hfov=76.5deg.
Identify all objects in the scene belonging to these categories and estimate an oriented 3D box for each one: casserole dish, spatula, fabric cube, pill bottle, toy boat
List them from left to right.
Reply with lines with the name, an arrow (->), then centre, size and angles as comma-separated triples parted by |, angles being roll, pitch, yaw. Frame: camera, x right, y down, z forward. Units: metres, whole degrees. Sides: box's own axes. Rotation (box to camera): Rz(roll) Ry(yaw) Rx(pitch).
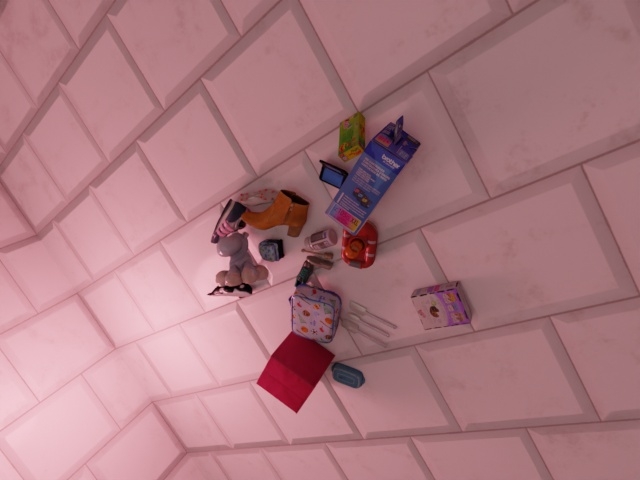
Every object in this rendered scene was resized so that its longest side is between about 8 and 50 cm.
fabric cube -> -0.125, 0.656, 2.068 | 0.258, 0.254, 0.259 | 33, 124, 9
pill bottle -> 0.000, 0.000, 1.794 | 0.137, 0.078, 0.078 | -17, 104, 33
casserole dish -> 0.135, 0.697, 2.079 | 0.188, 0.037, 0.114 | 15, 118, 23
toy boat -> 0.148, 0.024, 1.680 | 0.151, 0.151, 0.231 | 14, 119, 21
spatula -> 0.224, 0.400, 1.904 | 0.242, 0.019, 0.168 | 26, 117, 15

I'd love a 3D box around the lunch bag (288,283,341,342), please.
lunch bag -> -0.031, 0.341, 1.923 | 0.243, 0.115, 0.303 | 15, 128, 14

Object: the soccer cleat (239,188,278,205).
soccer cleat -> -0.278, -0.194, 1.867 | 0.196, 0.076, 0.068 | -3, 71, 14

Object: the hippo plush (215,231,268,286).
hippo plush -> -0.367, 0.077, 1.937 | 0.234, 0.294, 0.236 | -7, 94, 28

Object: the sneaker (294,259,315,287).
sneaker -> -0.078, 0.164, 1.915 | 0.065, 0.076, 0.166 | 28, 123, 13

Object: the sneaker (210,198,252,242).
sneaker -> -0.442, -0.067, 1.989 | 0.131, 0.112, 0.319 | 24, 139, -18

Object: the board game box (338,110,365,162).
board game box -> 0.116, -0.382, 1.493 | 0.092, 0.181, 0.043 | -23, 137, 35

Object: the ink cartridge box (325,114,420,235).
ink cartridge box -> 0.205, -0.246, 1.448 | 0.151, 0.270, 0.395 | 37, 125, 2

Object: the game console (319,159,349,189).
game console -> 0.046, -0.265, 1.650 | 0.122, 0.107, 0.071 | 27, 94, 14

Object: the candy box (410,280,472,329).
candy box -> 0.493, 0.268, 1.661 | 0.196, 0.070, 0.164 | -17, 104, 33

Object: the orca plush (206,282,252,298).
orca plush -> -0.478, 0.248, 2.187 | 0.287, 0.102, 0.151 | -15, 150, 43

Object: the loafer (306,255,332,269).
loafer -> -0.007, 0.106, 1.865 | 0.125, 0.045, 0.039 | 17, 133, 7

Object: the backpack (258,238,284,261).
backpack -> -0.242, 0.046, 1.942 | 0.114, 0.084, 0.105 | 7, 114, 28

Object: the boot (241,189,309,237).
boot -> -0.201, -0.141, 1.802 | 0.295, 0.104, 0.211 | 17, 129, 1

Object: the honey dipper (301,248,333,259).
honey dipper -> -0.019, 0.061, 1.864 | 0.161, 0.030, 0.030 | 10, 117, 27
